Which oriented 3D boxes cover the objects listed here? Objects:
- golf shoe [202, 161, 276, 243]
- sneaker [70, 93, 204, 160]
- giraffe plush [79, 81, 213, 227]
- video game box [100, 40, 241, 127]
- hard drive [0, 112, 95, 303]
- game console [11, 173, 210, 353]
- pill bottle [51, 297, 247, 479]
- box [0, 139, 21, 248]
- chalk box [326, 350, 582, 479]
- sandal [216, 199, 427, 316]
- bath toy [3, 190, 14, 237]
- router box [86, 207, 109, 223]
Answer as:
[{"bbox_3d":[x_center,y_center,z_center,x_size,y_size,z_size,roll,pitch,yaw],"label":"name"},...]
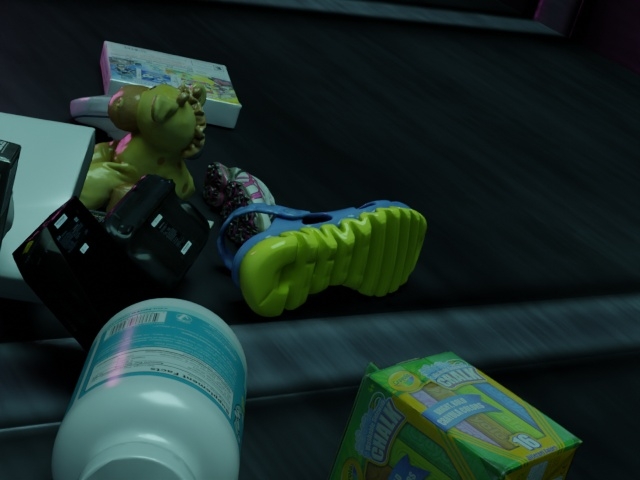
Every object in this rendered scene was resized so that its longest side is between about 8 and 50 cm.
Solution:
[{"bbox_3d":[-0.088,-0.049,1.721,0.086,0.067,0.186,8,24,-24],"label":"golf shoe"},{"bbox_3d":[-0.257,-0.153,1.825,0.094,0.091,0.258,-12,15,-41],"label":"sneaker"},{"bbox_3d":[-0.215,-0.119,1.657,0.210,0.170,0.181,11,23,-14],"label":"giraffe plush"},{"bbox_3d":[-0.238,-0.246,2.095,0.205,0.048,0.187,10,22,-16],"label":"video game box"},{"bbox_3d":[-0.431,-0.058,1.376,0.353,0.047,0.233,9,46,-1],"label":"hard drive"},{"bbox_3d":[-0.180,0.029,1.378,0.213,0.044,0.361,51,20,-10],"label":"game console"},{"bbox_3d":[-0.136,0.156,1.088,0.146,0.146,0.264,15,18,-5],"label":"pill bottle"},{"bbox_3d":[-0.378,0.005,1.179,0.183,0.231,0.056,14,20,-8],"label":"box"},{"bbox_3d":[0.102,0.192,1.222,0.213,0.132,0.132,32,27,34],"label":"chalk box"},{"bbox_3d":[0.000,0.000,1.612,0.317,0.126,0.138,-4,27,-44],"label":"sandal"},{"bbox_3d":[-0.456,-0.076,1.245,0.348,0.151,0.129,8,68,-4],"label":"bath toy"},{"bbox_3d":[-0.246,0.003,1.528,0.123,0.038,0.092,11,23,-13],"label":"router box"}]
